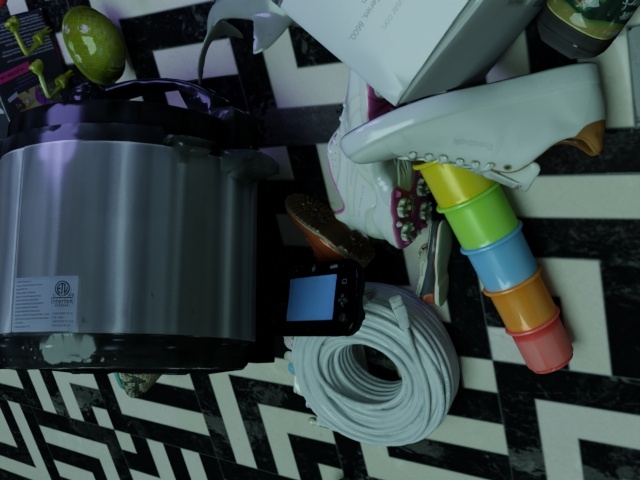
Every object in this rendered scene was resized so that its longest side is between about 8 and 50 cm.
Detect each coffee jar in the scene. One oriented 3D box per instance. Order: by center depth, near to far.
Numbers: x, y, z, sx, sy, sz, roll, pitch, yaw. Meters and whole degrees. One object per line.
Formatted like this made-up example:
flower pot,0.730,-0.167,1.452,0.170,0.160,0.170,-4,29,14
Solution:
coffee jar,0.290,-0.269,0.767,0.079,0.096,0.184,39,133,14

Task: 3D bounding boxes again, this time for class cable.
cable,0.079,0.187,1.177,0.257,0.089,0.257,-22,104,36

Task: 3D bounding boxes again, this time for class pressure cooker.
pressure cooker,-0.263,-0.023,1.099,0.375,0.370,0.420,155,116,-67

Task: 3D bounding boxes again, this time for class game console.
game console,-0.056,0.076,1.166,0.361,0.044,0.213,-9,80,52

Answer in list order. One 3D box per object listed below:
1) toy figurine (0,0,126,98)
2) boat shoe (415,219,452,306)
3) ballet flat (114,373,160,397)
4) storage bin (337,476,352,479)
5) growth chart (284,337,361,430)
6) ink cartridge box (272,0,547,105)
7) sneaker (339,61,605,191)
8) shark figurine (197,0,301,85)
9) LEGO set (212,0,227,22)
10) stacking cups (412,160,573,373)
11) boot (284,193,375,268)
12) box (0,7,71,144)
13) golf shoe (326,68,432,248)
toy figurine,-0.352,-0.411,1.127,0.217,0.191,0.362,-12,108,36
boat shoe,0.153,0.029,1.078,0.043,0.049,0.137,20,130,31
ballet flat,-0.306,0.087,1.404,0.182,0.164,0.483,2,115,15
storage bin,0.052,0.490,1.396,0.091,0.098,0.135,46,141,47
growth chart,0.009,0.227,1.317,0.172,0.021,0.237,0,112,37
ink cartridge box,0.028,-0.331,0.786,0.395,0.285,0.166,43,121,11
sneaker,0.169,-0.104,0.859,0.290,0.106,0.123,-12,92,8
shark figurine,-0.081,-0.274,0.993,0.278,0.116,0.166,-1,157,32
LEGO set,-0.129,-0.339,1.105,0.083,0.023,0.054,-28,98,30
stacking cups,0.227,0.023,0.981,0.096,0.096,0.316,-21,101,43
boot,0.000,0.000,1.172,0.158,0.059,0.084,42,138,9
box,-0.541,-0.250,1.383,0.165,0.143,0.270,3,116,39
golf shoe,0.057,-0.135,1.014,0.140,0.115,0.306,12,121,37
